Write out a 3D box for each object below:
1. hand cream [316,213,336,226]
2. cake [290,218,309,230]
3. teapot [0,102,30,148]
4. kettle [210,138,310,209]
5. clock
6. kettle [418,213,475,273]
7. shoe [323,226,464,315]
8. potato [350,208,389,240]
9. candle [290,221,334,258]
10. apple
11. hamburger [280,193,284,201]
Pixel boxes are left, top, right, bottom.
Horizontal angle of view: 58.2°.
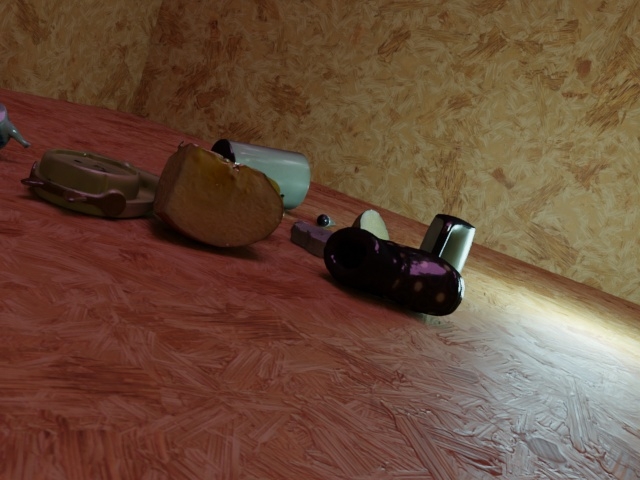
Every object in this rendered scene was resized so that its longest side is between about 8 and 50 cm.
[{"bbox_3d":[0.019,-0.085,2.428,0.087,0.054,0.186,25,5,4],"label":"hand cream"},{"bbox_3d":[-0.073,-0.045,2.059,0.052,0.065,0.121,20,4,-10],"label":"cake"},{"bbox_3d":[-0.975,-0.315,1.669,0.232,0.158,0.159,5,10,4],"label":"teapot"},{"bbox_3d":[-0.295,-0.275,2.417,0.377,0.249,0.361,8,-5,-37],"label":"kettle"},{"bbox_3d":[-0.607,-0.155,1.524,0.286,0.117,0.348,21,11,9],"label":"clock"},{"bbox_3d":[0.413,0.042,1.944,0.165,0.255,0.240,26,13,19],"label":"kettle"},{"bbox_3d":[0.190,0.081,1.580,0.384,0.171,0.237,25,6,35],"label":"shoe"},{"bbox_3d":[0.161,-0.017,2.151,0.117,0.182,0.202,-17,12,32],"label":"potato"},{"bbox_3d":[0.000,0.000,1.926,0.169,0.068,0.192,5,20,-41],"label":"candle"},{"bbox_3d":[-0.272,-0.118,1.567,0.309,0.252,0.314,27,27,-28],"label":"apple"},{"bbox_3d":[-0.235,-0.104,1.830,0.237,0.148,0.237,16,2,-1],"label":"hamburger"}]
